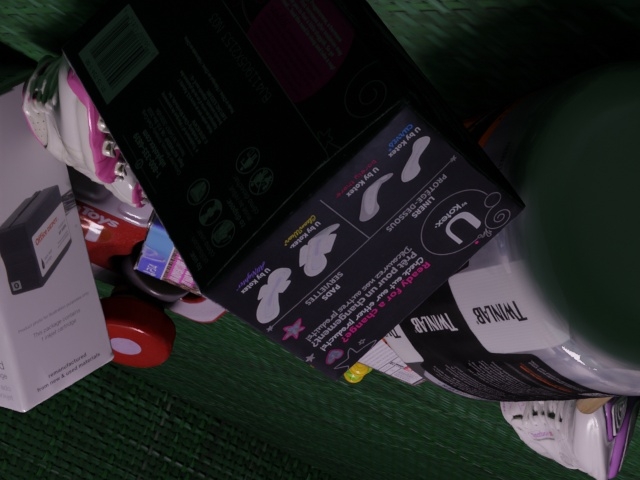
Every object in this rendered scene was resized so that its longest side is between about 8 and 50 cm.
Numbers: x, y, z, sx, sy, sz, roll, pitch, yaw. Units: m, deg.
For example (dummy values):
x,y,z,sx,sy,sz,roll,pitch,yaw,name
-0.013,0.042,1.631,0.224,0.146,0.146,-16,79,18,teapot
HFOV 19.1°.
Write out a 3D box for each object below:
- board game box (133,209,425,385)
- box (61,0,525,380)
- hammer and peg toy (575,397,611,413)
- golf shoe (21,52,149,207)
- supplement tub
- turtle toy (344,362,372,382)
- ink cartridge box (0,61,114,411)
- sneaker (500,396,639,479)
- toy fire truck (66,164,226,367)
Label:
x,y,z,sx,sy,sz,roll,pitch,yaw,name
0.000,0.000,1.675,0.291,0.141,0.232,23,167,-4,board game box
-0.022,-0.067,1.142,0.142,0.163,0.247,36,-165,-45,box
0.400,0.170,1.708,0.361,0.127,0.266,41,165,-7,hammer and peg toy
-0.205,-0.112,1.634,0.140,0.115,0.306,24,167,8,golf shoe
0.154,0.005,1.287,0.207,0.207,0.338,25,166,-15,supplement tub
0.016,0.125,2.345,0.130,0.066,0.095,23,168,-1,turtle toy
-0.348,-0.012,1.851,0.223,0.129,0.307,10,120,42,ink cartridge box
0.271,0.201,2.119,0.152,0.114,0.305,19,167,8,sneaker
-0.207,-0.008,2.004,0.302,0.169,0.254,25,149,-17,toy fire truck
